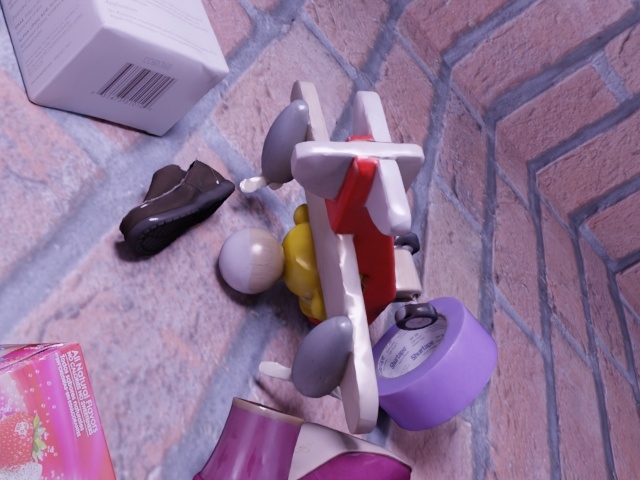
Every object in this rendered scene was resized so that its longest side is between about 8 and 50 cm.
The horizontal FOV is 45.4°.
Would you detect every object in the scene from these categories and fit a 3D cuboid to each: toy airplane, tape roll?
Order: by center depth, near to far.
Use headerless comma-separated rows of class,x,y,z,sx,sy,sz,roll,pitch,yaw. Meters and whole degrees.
toy airplane,0.000,0.000,0.963,0.386,0.272,0.385,-92,171,-75
tape roll,0.155,0.176,1.105,0.080,0.189,0.189,47,30,-15

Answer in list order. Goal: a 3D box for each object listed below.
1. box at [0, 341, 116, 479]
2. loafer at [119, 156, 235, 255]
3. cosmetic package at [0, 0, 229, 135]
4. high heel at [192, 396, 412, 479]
box,-0.206,0.203,0.487,0.122,0.128,0.257,-23,103,-54
loafer,-0.186,-0.047,0.940,0.078,0.080,0.220,46,23,1
cosmetic package,-0.294,-0.352,0.997,0.217,0.156,0.385,10,52,-54
high heel,-0.019,0.297,0.855,0.377,0.127,0.181,34,71,-48
